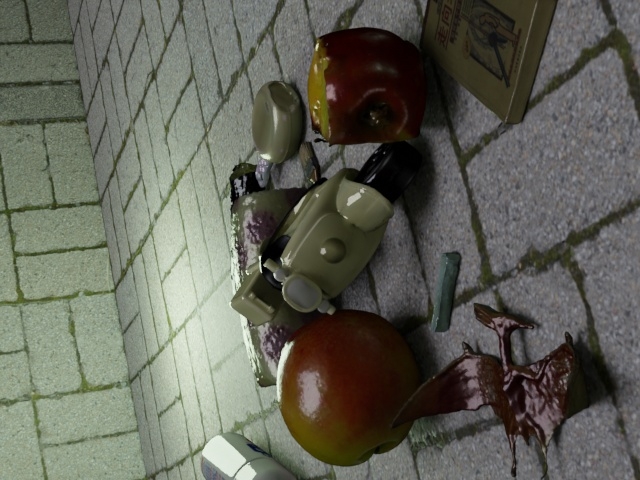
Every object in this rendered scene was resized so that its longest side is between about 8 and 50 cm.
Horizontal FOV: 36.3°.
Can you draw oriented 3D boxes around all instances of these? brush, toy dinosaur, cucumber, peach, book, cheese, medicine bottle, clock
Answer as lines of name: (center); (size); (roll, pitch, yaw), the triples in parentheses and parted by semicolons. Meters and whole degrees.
brush: (-0.005, -0.097, 1.702); (0.043, 0.014, 0.169); (116, 140, -54)
toy dinosaur: (0.211, 0.186, 1.151); (0.327, 0.113, 0.206); (-148, 56, -59)
cucumber: (-0.146, -0.002, 1.978); (0.081, 0.072, 0.303); (31, 125, 59)
peach: (0.064, -0.211, 1.338); (0.267, 0.154, 0.158); (-116, 29, -80)
book: (0.193, -0.263, 1.184); (0.231, 0.027, 0.161); (-125, 36, -49)
cheese: (-0.090, -0.188, 1.815); (0.227, 0.065, 0.137); (109, 148, -47)
peach: (0.041, 0.214, 1.437); (0.231, 0.231, 0.230); (174, 90, -67)
medicine bottle: (-0.142, 0.499, 2.022); (0.341, 0.130, 0.130); (-171, 76, -67)
clock: (0.000, 0.000, 1.459); (0.276, 0.120, 0.379); (-58, 10, -21)

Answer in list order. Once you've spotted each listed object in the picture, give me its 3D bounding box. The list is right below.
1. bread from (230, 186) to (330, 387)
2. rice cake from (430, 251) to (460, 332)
bread: (-0.071, 0.083, 1.722); (0.187, 0.155, 0.338); (147, 114, -69)
rice cake: (0.169, 0.071, 1.328); (0.021, 0.022, 0.121); (-135, 44, -55)
